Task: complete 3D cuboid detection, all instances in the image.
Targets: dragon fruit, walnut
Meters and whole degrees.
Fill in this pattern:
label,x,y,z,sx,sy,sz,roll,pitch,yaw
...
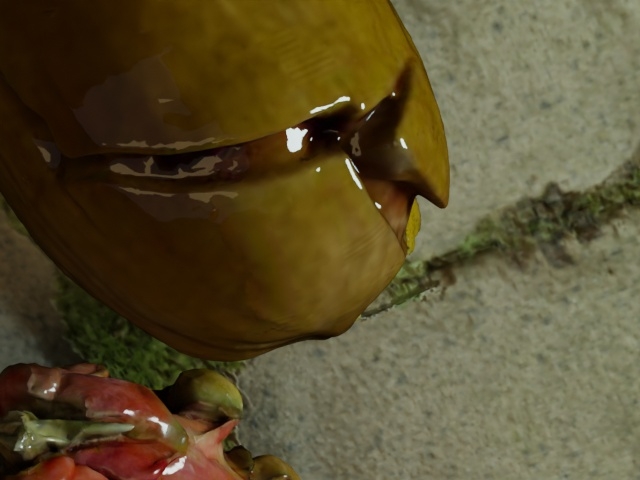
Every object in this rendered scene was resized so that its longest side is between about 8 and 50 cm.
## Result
label,x,y,z,sx,sy,sz,roll,pitch,yaw
dragon fruit,-0.115,0.194,0.816,0.314,0.296,0.263,14,91,31
walnut,-0.082,-0.096,0.694,0.209,0.209,0.336,-39,94,21

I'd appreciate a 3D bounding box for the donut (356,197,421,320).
label,x,y,z,sx,sy,sz,roll,pitch,yaw
donut,0.000,0.000,0.821,0.097,0.043,0.108,28,111,-11
